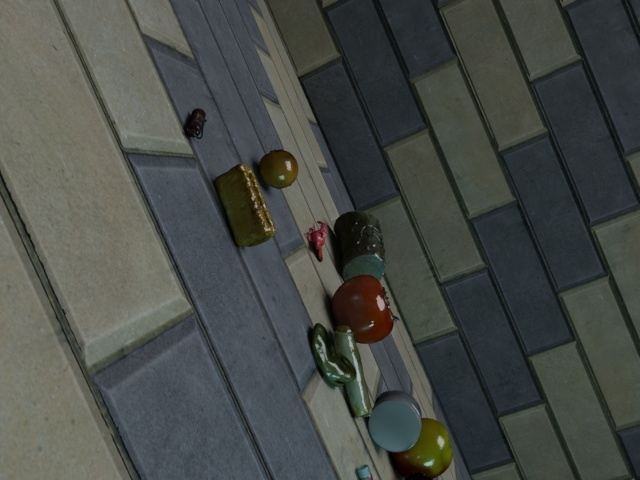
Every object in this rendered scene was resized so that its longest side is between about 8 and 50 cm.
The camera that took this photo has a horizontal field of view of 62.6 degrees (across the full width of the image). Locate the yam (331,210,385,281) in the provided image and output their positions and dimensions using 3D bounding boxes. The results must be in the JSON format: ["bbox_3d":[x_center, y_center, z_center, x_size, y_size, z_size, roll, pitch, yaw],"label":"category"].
[{"bbox_3d":[0.182,0.034,2.441,0.348,0.241,0.241,-95,159,-47],"label":"yam"}]

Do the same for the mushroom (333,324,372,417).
[{"bbox_3d":[0.102,0.428,1.749,0.100,0.081,0.311,35,38,-62],"label":"mushroom"}]

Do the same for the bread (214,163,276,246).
[{"bbox_3d":[-0.193,-0.089,1.356,0.083,0.114,0.210,-9,77,-61],"label":"bread"}]

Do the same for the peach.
[{"bbox_3d":[0.372,0.771,1.941,0.230,0.231,0.231,61,14,-26],"label":"peach"}]

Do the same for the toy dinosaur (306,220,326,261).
[{"bbox_3d":[0.002,0.008,2.134,0.286,0.070,0.138,-69,145,-77],"label":"toy dinosaur"}]

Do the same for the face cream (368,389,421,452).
[{"bbox_3d":[0.261,0.622,1.826,0.153,0.178,0.177,7,60,-78],"label":"face cream"}]

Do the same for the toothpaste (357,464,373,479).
[{"bbox_3d":[0.152,0.742,1.492,0.056,0.036,0.205,-2,73,-79],"label":"toothpaste"}]

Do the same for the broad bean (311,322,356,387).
[{"bbox_3d":[0.027,0.355,1.608,0.206,0.072,0.153,54,11,-5],"label":"broad bean"}]

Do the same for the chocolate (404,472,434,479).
[{"bbox_3d":[0.306,0.861,1.769,0.133,0.156,0.156,16,48,-43],"label":"chocolate"}]

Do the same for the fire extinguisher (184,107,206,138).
[{"bbox_3d":[-0.321,-0.296,1.351,0.056,0.039,0.132,48,20,-31],"label":"fire extinguisher"}]

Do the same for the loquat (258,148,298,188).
[{"bbox_3d":[-0.140,-0.241,1.780,0.141,0.141,0.141,61,14,-26],"label":"loquat"}]

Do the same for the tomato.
[{"bbox_3d":[0.161,0.257,1.947,0.256,0.225,0.255,-23,90,-82],"label":"tomato"}]
